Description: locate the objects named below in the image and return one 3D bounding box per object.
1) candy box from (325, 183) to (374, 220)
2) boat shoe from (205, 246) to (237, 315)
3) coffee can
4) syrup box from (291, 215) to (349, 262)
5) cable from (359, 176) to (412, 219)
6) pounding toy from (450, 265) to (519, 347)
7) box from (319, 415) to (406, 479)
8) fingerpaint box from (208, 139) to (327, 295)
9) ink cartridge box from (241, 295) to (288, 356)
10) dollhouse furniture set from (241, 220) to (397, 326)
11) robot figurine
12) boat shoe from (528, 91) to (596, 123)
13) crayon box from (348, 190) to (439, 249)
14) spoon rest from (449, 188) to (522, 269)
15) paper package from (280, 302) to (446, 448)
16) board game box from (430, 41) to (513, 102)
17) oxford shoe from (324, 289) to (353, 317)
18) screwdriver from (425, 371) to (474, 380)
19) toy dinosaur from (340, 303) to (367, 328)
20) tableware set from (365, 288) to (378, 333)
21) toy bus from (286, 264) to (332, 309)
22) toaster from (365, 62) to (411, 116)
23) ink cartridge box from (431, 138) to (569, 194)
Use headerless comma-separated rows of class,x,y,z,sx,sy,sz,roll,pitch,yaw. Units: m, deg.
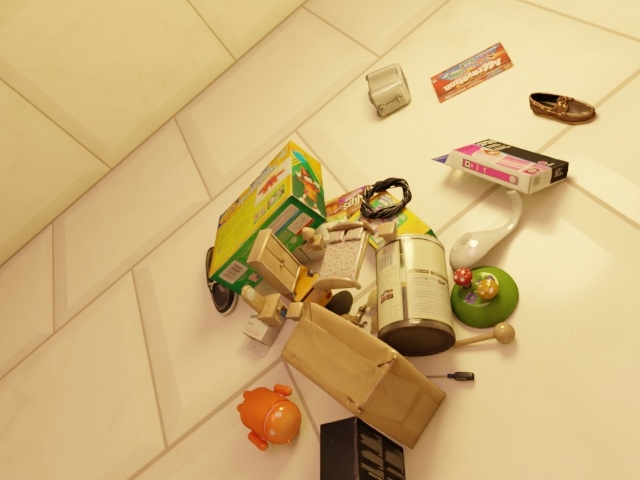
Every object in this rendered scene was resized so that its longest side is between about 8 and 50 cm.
candy box,0.102,-0.115,1.872,0.186,0.053,0.109,-21,47,24
boat shoe,-0.392,0.150,2.004,0.114,0.091,0.303,-34,43,11
coffee can,0.252,0.149,1.426,0.201,0.201,0.276,-17,52,26
syrup box,0.000,0.000,1.825,0.236,0.096,0.093,-11,49,30
cable,0.207,-0.135,1.690,0.184,0.047,0.151,0,57,36
pounding toy,0.416,0.151,1.381,0.182,0.110,0.237,-11,51,31
box,0.103,0.539,1.196,0.103,0.261,0.184,-22,46,22
fingerpaint box,-0.186,-0.078,1.862,0.445,0.163,0.371,-43,29,24
ink cartridge box,-0.192,0.288,1.766,0.104,0.060,0.180,13,66,42
dollhouse furniture set,-0.007,0.056,1.402,0.355,0.174,0.303,-10,47,34
robot figurine,-0.144,0.502,1.511,0.219,0.128,0.158,13,34,42
boat shoe,0.738,-0.412,1.615,0.207,0.073,0.073,24,72,44
crayon box,0.229,-0.033,1.689,0.165,0.081,0.278,-41,42,2
spoon rest,0.473,-0.018,1.490,0.276,0.084,0.137,-48,13,3
paper package,0.107,0.334,1.306,0.309,0.325,0.168,26,77,44
board game box,0.558,-0.627,1.955,0.281,0.027,0.145,-24,47,20
oxford shoe,0.018,0.238,1.648,0.212,0.076,0.076,-45,3,-17
screwdriver,0.316,0.351,1.361,0.169,0.025,0.024,-8,53,32
toy dinosaur,0.075,0.260,1.587,0.183,0.053,0.093,-24,41,-13
tableware set,0.211,0.205,1.552,0.168,0.020,0.141,-7,58,25
toy bus,-0.066,0.146,1.659,0.108,0.130,0.332,-48,23,-10
toaster,0.269,-0.607,2.086,0.146,0.129,0.227,-20,45,19
ink cartridge box,0.529,-0.239,1.582,0.175,0.069,0.371,-20,31,-29
